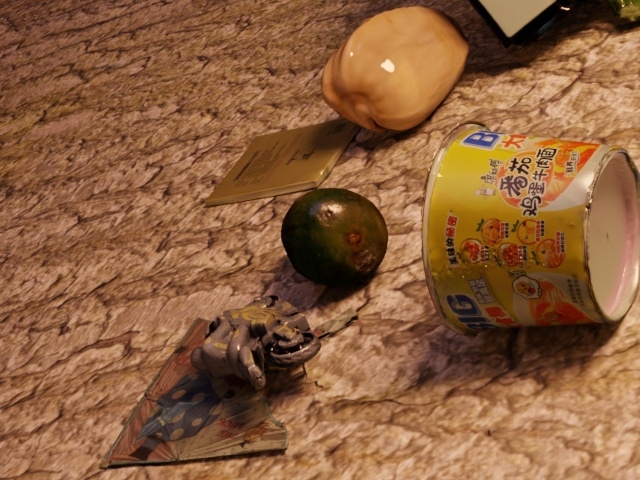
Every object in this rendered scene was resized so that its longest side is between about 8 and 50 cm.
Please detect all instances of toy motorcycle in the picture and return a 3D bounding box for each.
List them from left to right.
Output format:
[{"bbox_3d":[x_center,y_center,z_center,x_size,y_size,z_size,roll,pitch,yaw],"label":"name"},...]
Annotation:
[{"bbox_3d":[-0.074,0.107,1.339,0.124,0.061,0.193,-25,20,-9],"label":"toy motorcycle"}]

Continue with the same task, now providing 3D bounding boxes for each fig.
[{"bbox_3d":[0.000,0.000,1.444,0.117,0.117,0.177,-42,13,-25],"label":"fig"}]

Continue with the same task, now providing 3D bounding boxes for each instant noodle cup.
[{"bbox_3d":[0.203,-0.009,1.178,0.153,0.205,0.205,3,39,30],"label":"instant noodle cup"}]

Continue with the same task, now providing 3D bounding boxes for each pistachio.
[{"bbox_3d":[0.100,-0.228,1.692,0.157,0.157,0.229,-1,25,42],"label":"pistachio"}]

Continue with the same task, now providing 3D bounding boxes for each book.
[{"bbox_3d":[-0.048,-0.112,1.773,0.192,0.013,0.168,-8,33,35],"label":"book"}]

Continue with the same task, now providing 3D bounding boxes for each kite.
[{"bbox_3d":[-0.100,0.151,1.366,0.314,0.011,0.335,-31,27,-6],"label":"kite"}]

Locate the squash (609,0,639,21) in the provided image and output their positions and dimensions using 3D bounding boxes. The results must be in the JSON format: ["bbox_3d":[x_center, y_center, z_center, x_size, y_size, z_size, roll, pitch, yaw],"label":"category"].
[{"bbox_3d":[0.429,-0.354,1.688,0.077,0.068,0.219,16,46,21],"label":"squash"}]

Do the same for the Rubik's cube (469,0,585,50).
[{"bbox_3d":[0.262,-0.461,1.712,0.288,0.293,0.283,-36,19,10],"label":"Rubik's cube"}]
